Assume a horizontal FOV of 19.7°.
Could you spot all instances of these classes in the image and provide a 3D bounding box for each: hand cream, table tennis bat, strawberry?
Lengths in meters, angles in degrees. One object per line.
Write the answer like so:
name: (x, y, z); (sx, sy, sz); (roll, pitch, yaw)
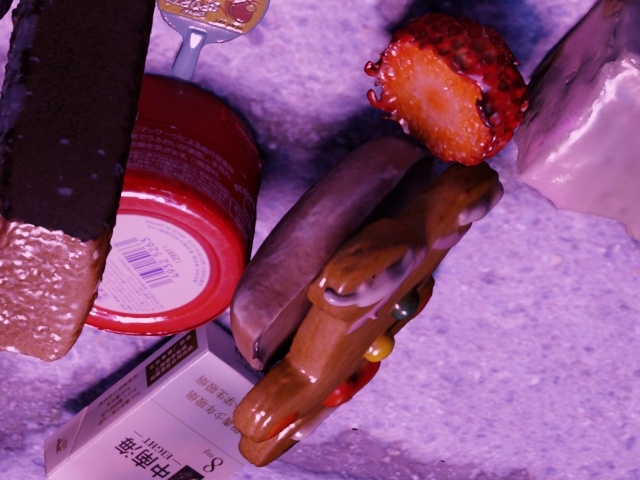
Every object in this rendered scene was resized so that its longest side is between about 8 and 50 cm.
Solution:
hand cream: (-0.168, -0.028, 1.722); (0.230, 0.149, 0.230); (1, 137, 1)
table tennis bat: (-0.101, -0.204, 1.623); (0.100, 0.019, 0.155); (16, 133, -13)
strawberry: (0.117, -0.136, 1.610); (0.145, 0.086, 0.145); (33, 154, 18)

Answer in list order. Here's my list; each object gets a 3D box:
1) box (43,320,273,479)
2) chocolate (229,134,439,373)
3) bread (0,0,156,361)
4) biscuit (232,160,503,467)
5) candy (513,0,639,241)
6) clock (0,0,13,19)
box: (-0.160, 0.205, 1.983); (0.243, 0.067, 0.155); (-37, 122, 17)
chocolate: (-0.001, 0.000, 1.693); (0.083, 0.261, 0.161); (38, 166, 13)
bread: (-0.200, -0.107, 1.444); (0.113, 0.416, 0.165); (11, 135, -9)
biscuit: (0.035, 0.097, 1.749); (0.064, 0.283, 0.432); (43, 138, 12)
candy: (0.287, -0.110, 1.604); (0.185, 0.137, 0.195); (25, 131, -20)
clock: (-0.319, -0.210, 1.507); (0.100, 0.194, 0.195); (6, 150, -33)
